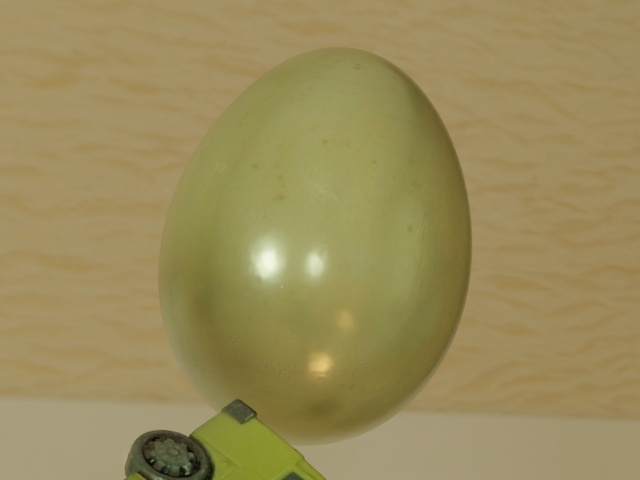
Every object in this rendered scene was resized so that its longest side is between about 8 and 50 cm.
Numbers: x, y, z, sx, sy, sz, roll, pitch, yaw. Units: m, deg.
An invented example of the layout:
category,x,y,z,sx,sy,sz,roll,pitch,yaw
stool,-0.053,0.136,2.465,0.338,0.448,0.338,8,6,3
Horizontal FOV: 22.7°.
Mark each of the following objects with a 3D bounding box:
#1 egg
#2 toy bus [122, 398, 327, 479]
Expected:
category,x,y,z,sx,sy,sz,roll,pitch,yaw
egg,0.000,0.000,0.971,0.189,0.189,0.253,-15,55,53
toy bus,-0.062,0.142,0.608,0.101,0.175,0.088,34,124,19
